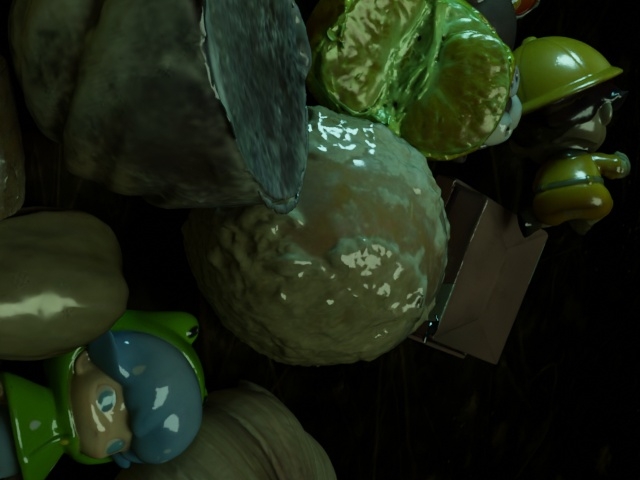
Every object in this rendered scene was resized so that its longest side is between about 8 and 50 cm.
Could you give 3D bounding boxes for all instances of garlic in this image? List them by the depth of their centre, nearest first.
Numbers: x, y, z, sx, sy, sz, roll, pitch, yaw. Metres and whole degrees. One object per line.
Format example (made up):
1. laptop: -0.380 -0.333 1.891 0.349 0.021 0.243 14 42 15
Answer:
1. garlic: -0.111 0.312 1.342 0.322 0.241 0.322 4 85 -43

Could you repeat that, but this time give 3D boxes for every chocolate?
1. chocolate: -0.143 -0.157 1.065 0.303 0.213 0.303 -7 90 -77

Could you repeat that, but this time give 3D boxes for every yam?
1. yam: -0.284 -0.086 1.035 0.084 0.084 0.127 -31 133 -40

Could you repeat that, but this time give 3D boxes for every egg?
1. egg: 0.000 0.000 1.275 0.310 0.279 0.279 22 89 -66

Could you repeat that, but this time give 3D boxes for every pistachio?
1. pistachio: -0.256 0.035 1.085 0.206 0.129 0.131 2 95 -45

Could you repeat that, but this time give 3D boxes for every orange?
1. orange: 0.088 -0.195 1.370 0.237 0.158 0.179 25 99 -19

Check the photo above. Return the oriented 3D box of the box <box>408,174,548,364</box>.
1. box: 0.199 0.047 1.707 0.215 0.086 0.215 25 87 -54

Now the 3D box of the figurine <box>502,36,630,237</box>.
1. figurine: 0.309 -0.142 1.639 0.167 0.192 0.257 52 25 -63

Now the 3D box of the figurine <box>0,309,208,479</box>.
1. figurine: -0.225 0.155 1.186 0.263 0.143 0.162 -20 116 -26

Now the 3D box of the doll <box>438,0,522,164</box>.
1. doll: 0.180 -0.213 1.530 0.182 0.117 0.257 -45 137 -55

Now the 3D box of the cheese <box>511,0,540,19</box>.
1. cheese: 0.220 -0.365 1.562 0.106 0.037 0.256 -30 137 -6
